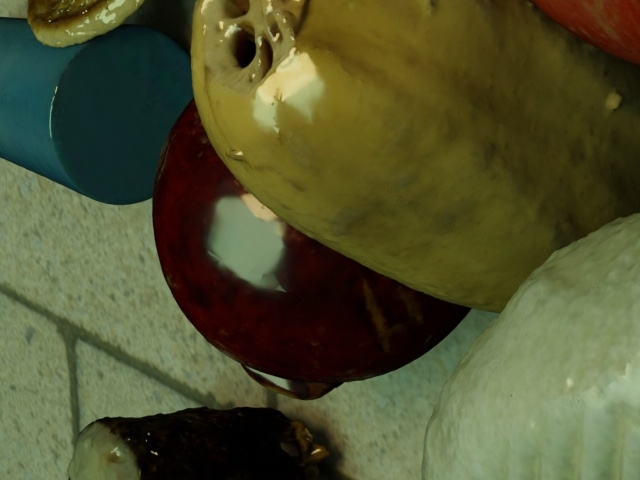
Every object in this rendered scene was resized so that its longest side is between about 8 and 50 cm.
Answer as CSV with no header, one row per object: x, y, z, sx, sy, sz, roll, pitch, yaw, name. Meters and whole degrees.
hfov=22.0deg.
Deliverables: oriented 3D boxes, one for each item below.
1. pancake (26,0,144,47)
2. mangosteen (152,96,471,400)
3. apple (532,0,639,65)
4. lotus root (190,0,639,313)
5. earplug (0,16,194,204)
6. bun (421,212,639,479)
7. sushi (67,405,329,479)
-0.155,-0.205,1.176,0.158,0.028,0.158,-28,45,31,pancake
0.000,0.000,1.023,0.215,0.215,0.257,50,153,22,mangosteen
0.188,-0.201,0.703,0.260,0.217,0.260,24,123,43,apple
0.079,-0.053,0.842,0.151,0.343,0.169,14,80,50,lotus root
-0.223,-0.116,1.290,0.273,0.132,0.132,17,118,48,earplug
0.229,0.131,0.777,0.362,0.211,0.361,19,128,26,bun
-0.111,0.278,1.271,0.234,0.208,0.348,39,128,48,sushi
